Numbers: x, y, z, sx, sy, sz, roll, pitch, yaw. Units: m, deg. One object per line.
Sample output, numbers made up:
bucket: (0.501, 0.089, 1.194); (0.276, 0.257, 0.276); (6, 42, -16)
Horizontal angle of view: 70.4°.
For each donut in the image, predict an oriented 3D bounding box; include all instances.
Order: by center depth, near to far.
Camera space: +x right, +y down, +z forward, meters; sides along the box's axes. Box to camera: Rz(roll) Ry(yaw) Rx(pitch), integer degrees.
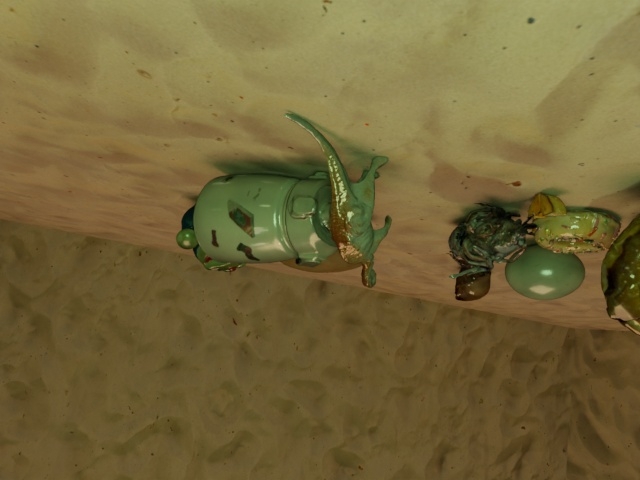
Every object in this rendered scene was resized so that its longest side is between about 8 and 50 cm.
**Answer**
donut: (0.431, -0.057, 0.865); (0.038, 0.067, 0.083); (-5, 143, -3)
donut: (0.536, -0.016, 0.962); (0.175, 0.068, 0.174); (10, 170, 2)

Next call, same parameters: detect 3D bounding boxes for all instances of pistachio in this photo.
pistachio: (0.000, 0.000, 1.220); (0.293, 0.181, 0.162); (8, -173, -27)
pistachio: (0.582, 0.168, 1.742); (0.165, 0.130, 0.210); (-35, 155, 11)

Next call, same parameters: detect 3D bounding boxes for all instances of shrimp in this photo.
shrimp: (0.363, 0.013, 1.000); (0.137, 0.172, 0.372); (14, 177, 10)
shrimp: (0.447, 0.048, 1.370); (0.190, 0.073, 0.075); (10, 166, -29)

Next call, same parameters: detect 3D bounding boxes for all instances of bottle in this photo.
bottle: (-0.079, -0.049, 1.003); (0.352, 0.229, 0.229); (0, 165, 30)

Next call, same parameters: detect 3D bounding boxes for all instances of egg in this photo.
egg: (0.591, 0.083, 1.202); (0.192, 0.149, 0.149); (-7, 161, 35)

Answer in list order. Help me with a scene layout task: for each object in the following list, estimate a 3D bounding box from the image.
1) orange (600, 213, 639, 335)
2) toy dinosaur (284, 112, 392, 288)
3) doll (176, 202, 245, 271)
orange: (0.643, 0.031, 0.686); (0.369, 0.270, 0.210); (0, -156, 34)
toy dinosaur: (0.060, -0.079, 0.820); (0.092, 0.205, 0.393); (10, 152, 34)
doll: (-0.327, -0.013, 1.461); (0.199, 0.186, 0.322); (-16, 150, 3)
